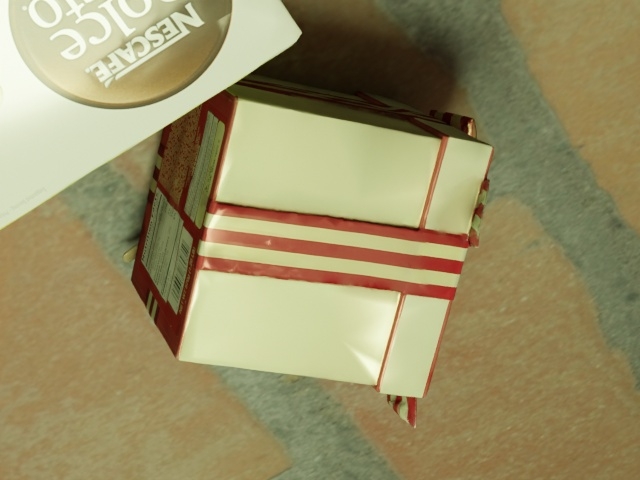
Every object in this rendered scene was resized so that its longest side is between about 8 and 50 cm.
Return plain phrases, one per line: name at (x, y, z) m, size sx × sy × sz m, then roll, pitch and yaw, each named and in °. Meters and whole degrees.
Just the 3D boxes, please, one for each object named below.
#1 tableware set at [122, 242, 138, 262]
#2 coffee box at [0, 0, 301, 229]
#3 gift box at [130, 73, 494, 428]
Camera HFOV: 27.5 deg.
tableware set at (-0.081, 0.002, 1.275) m, size 0.194 × 0.039 × 0.128 m, roll -36°, pitch 113°, yaw 1°
coffee box at (-0.260, -0.236, 0.884) m, size 0.337 × 0.338 × 0.334 m, roll -31°, pitch 125°, yaw 6°
gift box at (0.000, 0.000, 1.126) m, size 0.258 × 0.276 × 0.255 m, roll 9°, pitch 107°, yaw -21°
